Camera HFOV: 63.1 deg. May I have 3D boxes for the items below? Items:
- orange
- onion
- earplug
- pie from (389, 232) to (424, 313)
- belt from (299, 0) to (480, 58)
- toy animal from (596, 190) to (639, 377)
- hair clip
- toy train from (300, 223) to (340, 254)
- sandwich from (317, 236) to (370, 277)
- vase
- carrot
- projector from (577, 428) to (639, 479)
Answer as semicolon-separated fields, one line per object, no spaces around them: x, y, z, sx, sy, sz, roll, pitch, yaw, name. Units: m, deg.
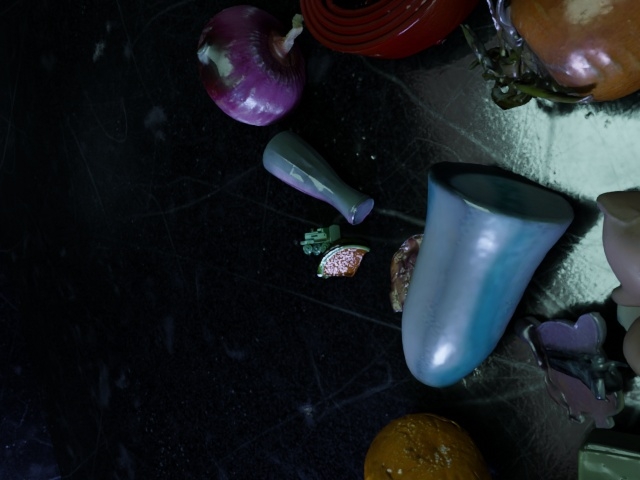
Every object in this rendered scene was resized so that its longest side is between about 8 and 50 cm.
0.160;0.367;0.796;0.193;0.193;0.161;28;138;34;orange
-0.132;-0.313;0.939;0.201;0.201;0.207;16;113;38;onion
0.194;0.070;0.733;0.185;0.185;0.323;33;123;32;earplug
0.152;0.064;0.847;0.092;0.034;0.169;10;104;35;pie
0.119;-0.395;0.751;0.324;0.115;0.227;-17;88;43;belt
0.397;0.074;0.537;0.213;0.195;0.255;-155;53;-74;toy animal
0.323;0.164;0.656;0.056;0.187;0.145;-17;84;-3;hair clip
0.000;0.000;0.968;0.083;0.033;0.053;-6;88;41;toy train
0.036;0.033;0.930;0.101;0.070;0.026;-60;16;26;sandwich
-0.002;-0.108;0.926;0.214;0.086;0.086;39;120;24;vase
0.308;-0.257;0.549;0.331;0.214;0.193;-45;66;39;carrot
0.450;0.340;0.600;0.270;0.088;0.193;2;99;41;projector
